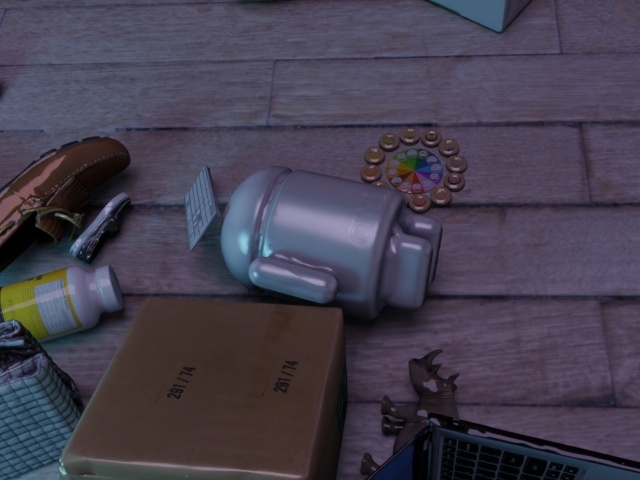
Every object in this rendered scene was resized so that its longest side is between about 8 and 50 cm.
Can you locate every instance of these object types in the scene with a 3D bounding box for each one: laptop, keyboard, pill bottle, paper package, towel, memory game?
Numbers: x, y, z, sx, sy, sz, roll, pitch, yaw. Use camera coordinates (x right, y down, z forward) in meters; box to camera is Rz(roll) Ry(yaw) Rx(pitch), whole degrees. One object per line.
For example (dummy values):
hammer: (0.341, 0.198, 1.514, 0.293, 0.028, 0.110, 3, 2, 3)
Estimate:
laptop: (0.146, 0.373, 0.915, 0.407, 0.382, 0.236, 11, 60, 13)
keyboard: (-0.194, -0.058, 1.350, 0.072, 0.014, 0.256, -50, 21, 10)
pill bottle: (-0.408, 0.099, 1.319, 0.184, 0.103, 0.103, -16, 57, -5)
paper package: (-0.127, 0.237, 1.094, 0.309, 0.168, 0.325, 3, 32, 7)
towel: (-0.486, 0.232, 1.166, 0.283, 0.235, 0.121, -19, 51, -7)
memory game: (0.161, -0.124, 1.455, 0.186, 0.012, 0.186, -3, 57, 4)

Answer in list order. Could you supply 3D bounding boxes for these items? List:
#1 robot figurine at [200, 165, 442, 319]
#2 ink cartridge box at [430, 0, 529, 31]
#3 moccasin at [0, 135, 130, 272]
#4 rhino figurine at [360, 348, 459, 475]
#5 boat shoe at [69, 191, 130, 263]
robot figurine: (0.000, 0.000, 1.280, 0.353, 0.200, 0.300, 12, 26, 13)
ink cartridge box: (0.348, -0.566, 1.658, 0.201, 0.117, 0.278, 32, 65, 24)
moccasin: (-0.467, -0.038, 1.392, 0.147, 0.139, 0.380, 46, 61, 10)
rhino figurine: (0.135, 0.258, 1.176, 0.106, 0.073, 0.243, 12, 58, 18)
boat shoe: (-0.364, -0.019, 1.429, 0.040, 0.049, 0.142, 35, 67, 4)
